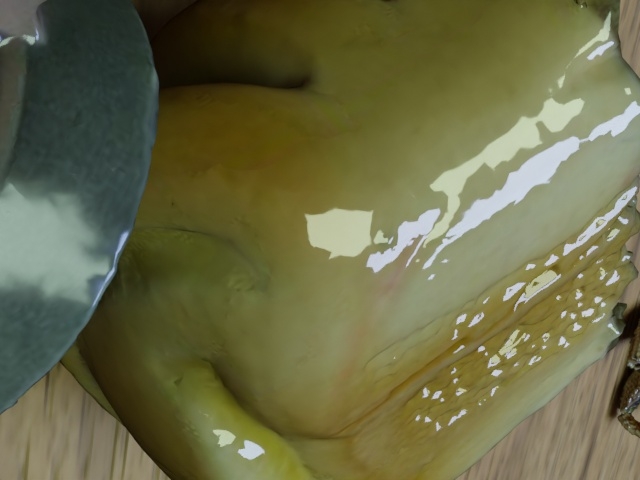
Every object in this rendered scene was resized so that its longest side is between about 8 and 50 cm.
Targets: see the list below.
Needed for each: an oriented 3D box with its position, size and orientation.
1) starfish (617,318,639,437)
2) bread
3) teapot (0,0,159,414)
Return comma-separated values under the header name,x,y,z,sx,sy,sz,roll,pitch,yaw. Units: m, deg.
name,x,y,z,sx,sy,sz,roll,pitch,yaw
starfish,0.308,0.073,0.961,0.150,0.053,0.210,-31,125,-42
bread,0.000,0.000,0.527,0.270,0.211,0.316,-34,144,-11
teapot,-0.211,-0.085,0.270,0.300,0.253,0.344,-34,147,20
